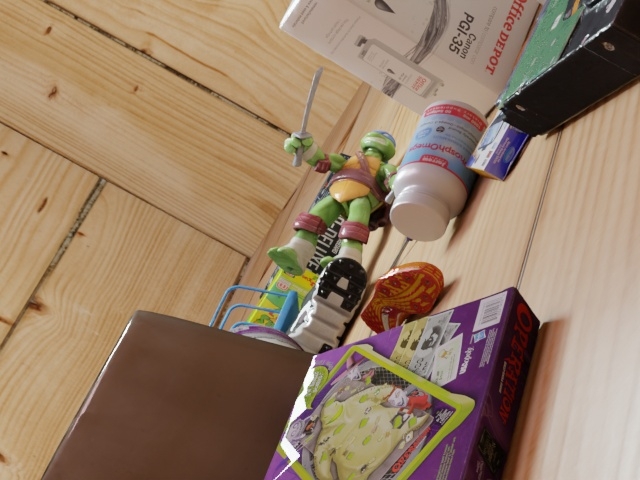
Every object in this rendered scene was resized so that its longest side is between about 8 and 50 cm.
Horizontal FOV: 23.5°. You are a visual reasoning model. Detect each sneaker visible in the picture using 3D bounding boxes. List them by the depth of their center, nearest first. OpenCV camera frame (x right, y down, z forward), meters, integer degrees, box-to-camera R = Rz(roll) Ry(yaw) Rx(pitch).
[{"bbox_3d":[0.092,0.050,1.669,0.067,0.064,0.175,-53,4,-24],"label":"sneaker"},{"bbox_3d":[-0.009,0.133,2.119,0.234,0.078,0.106,-61,-1,-5],"label":"sneaker"}]

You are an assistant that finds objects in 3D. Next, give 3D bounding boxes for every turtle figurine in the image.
[{"bbox_3d":[0.029,-0.088,2.217,0.274,0.198,0.266,122,173,-66],"label":"turtle figurine"}]

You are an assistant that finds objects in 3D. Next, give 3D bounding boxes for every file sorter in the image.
[{"bbox_3d":[-0.093,0.163,2.213,0.170,0.104,0.118,86,-160,-45],"label":"file sorter"}]

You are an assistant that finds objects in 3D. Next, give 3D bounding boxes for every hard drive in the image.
[{"bbox_3d":[0.275,-0.234,1.399,0.237,0.064,0.339,-62,6,-12],"label":"hard drive"}]

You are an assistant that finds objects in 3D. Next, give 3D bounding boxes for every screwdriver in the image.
[{"bbox_3d":[0.109,0.007,1.966,0.025,0.024,0.170,-27,-27,-40],"label":"screwdriver"}]

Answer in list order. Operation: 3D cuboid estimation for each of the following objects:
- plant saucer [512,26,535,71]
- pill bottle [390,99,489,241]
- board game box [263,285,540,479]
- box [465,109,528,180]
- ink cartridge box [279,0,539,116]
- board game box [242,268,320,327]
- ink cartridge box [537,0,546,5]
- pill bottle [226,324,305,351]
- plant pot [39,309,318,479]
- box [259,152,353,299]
[{"bbox_3d":[0.252,-0.229,1.839,0.083,0.013,0.083,-60,6,11],"label":"plant saucer"},{"bbox_3d":[0.135,-0.079,1.768,0.087,0.087,0.160,-54,10,53],"label":"pill bottle"},{"bbox_3d":[0.035,0.189,1.116,0.208,0.056,0.347,-17,32,33],"label":"board game box"},{"bbox_3d":[0.196,-0.107,1.666,0.081,0.028,0.136,-61,4,2],"label":"box"},{"bbox_3d":[0.120,-0.294,1.972,0.117,0.283,0.207,-48,14,53],"label":"ink cartridge box"},{"bbox_3d":[-0.057,0.120,2.492,0.181,0.092,0.043,-57,8,39],"label":"board game box"},{"bbox_3d":[0.274,-0.441,1.738,0.270,0.198,0.197,-64,7,-34],"label":"ink cartridge box"},{"bbox_3d":[-0.078,0.199,1.905,0.169,0.169,0.301,-61,5,0],"label":"pill bottle"},{"bbox_3d":[-0.088,0.209,1.388,0.323,0.280,0.323,-60,5,8],"label":"plant pot"},{"bbox_3d":[0.000,0.000,2.654,0.307,0.076,0.242,-61,5,2],"label":"box"}]
